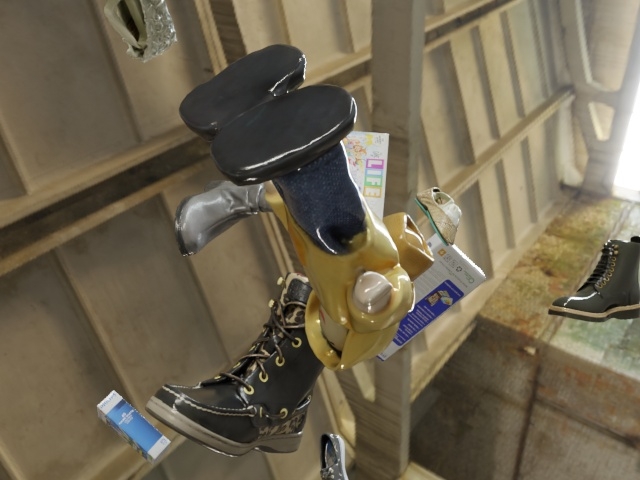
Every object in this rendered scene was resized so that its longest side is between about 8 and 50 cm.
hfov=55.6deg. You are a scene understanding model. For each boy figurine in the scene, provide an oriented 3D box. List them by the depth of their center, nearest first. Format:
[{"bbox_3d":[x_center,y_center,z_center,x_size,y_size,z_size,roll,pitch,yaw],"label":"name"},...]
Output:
[{"bbox_3d":[0.000,0.000,0.442,0.092,0.177,0.285,-32,-37,-9],"label":"boy figurine"}]

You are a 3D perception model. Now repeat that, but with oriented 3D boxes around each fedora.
[{"bbox_3d":[0.115,0.014,0.907,0.079,0.194,0.194,-33,-26,21],"label":"fedora"}]

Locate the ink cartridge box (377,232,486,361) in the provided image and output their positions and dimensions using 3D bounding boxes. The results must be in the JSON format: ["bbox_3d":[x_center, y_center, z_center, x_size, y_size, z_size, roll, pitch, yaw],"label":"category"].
[{"bbox_3d":[0.243,0.156,1.626,0.176,0.069,0.371,41,-74,-21],"label":"ink cartridge box"}]

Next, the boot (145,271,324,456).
[{"bbox_3d":[-0.086,0.185,0.960,0.377,0.138,0.284,36,-103,-56],"label":"boot"}]

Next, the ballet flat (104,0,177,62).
[{"bbox_3d":[-0.412,-0.540,1.277,0.147,0.147,0.409,-53,-24,-22],"label":"ballet flat"}]

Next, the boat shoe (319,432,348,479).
[{"bbox_3d":[0.032,0.644,1.696,0.076,0.080,0.228,40,-146,-35],"label":"boat shoe"}]

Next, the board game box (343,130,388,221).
[{"bbox_3d":[0.039,-0.086,0.842,0.026,0.103,0.154,89,-173,-58],"label":"board game box"}]

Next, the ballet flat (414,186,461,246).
[{"bbox_3d":[0.252,-0.060,1.263,0.067,0.206,0.073,-34,-60,10],"label":"ballet flat"}]

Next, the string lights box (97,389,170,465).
[{"bbox_3d":[-0.626,0.630,2.034,0.077,0.259,0.133,-47,-9,-33],"label":"string lights box"}]

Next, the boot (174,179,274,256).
[{"bbox_3d":[-0.201,-0.078,1.478,0.338,0.222,0.118,-68,-29,-56],"label":"boot"}]

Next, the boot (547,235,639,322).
[{"bbox_3d":[0.453,0.060,0.996,0.198,0.077,0.137,-1,-83,-34],"label":"boot"}]
